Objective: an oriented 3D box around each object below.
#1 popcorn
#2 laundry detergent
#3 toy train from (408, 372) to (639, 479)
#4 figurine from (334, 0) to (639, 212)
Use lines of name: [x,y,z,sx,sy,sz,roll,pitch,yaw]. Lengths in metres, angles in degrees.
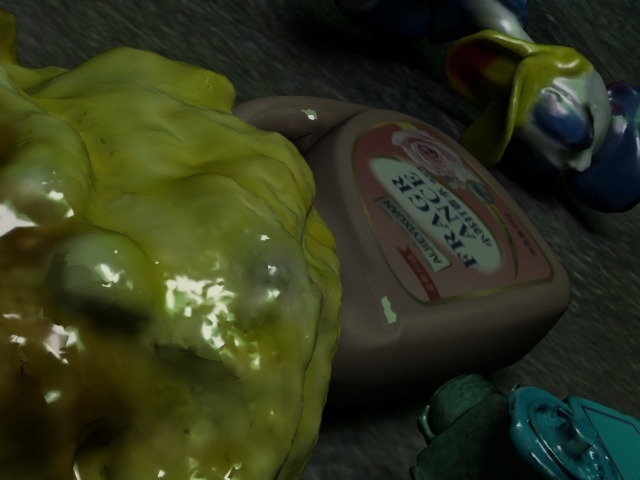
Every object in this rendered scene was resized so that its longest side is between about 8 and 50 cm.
popcorn: [-0.105,0.032,0.550,0.225,0.174,0.286,18,19,26]
laundry detergent: [0.000,0.000,0.879,0.237,0.076,0.171,-7,52,-52]
toy train: [0.109,0.146,0.767,0.154,0.107,0.198,25,31,-41]
figurine: [0.106,-0.168,1.141,0.338,0.204,0.283,55,3,3]
